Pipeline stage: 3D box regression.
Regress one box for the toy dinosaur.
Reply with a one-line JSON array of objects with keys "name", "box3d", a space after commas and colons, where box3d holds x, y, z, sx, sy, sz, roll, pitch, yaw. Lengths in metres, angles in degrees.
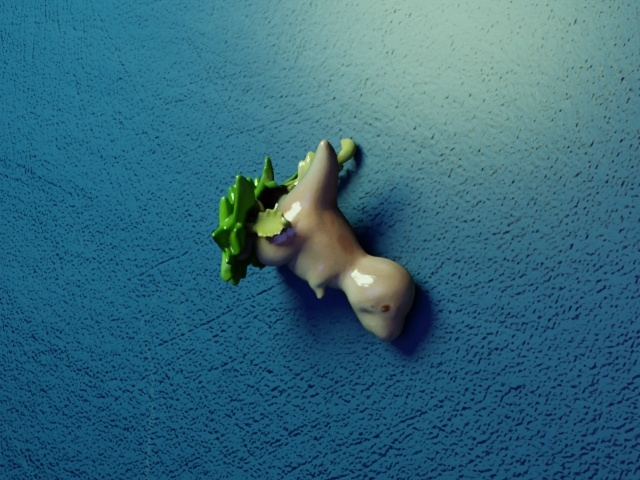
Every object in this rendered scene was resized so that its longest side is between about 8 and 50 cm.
[{"name": "toy dinosaur", "box3d": [-0.003, -0.001, 1.015, 0.177, 0.152, 0.194, 2, 94, 24]}]
